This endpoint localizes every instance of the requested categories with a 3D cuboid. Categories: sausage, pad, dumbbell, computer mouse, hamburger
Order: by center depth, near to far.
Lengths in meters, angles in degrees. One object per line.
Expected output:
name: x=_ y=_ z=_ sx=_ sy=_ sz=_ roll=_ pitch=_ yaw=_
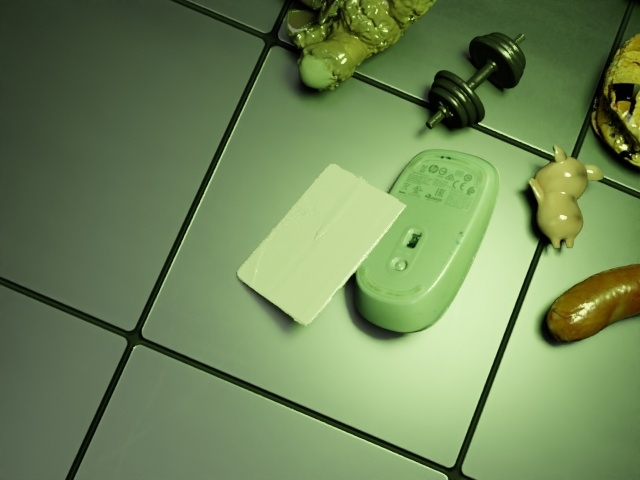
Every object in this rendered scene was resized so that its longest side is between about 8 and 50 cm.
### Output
computer mouse: x=0.155 y=0.003 z=1.446 sx=0.159 sy=0.097 sz=0.288 roll=16 pitch=67 yaw=33
pad: x=0.000 y=0.000 z=1.449 sx=0.156 sy=0.004 sz=0.232 roll=33 pitch=77 yaw=33
sausage: x=0.474 y=0.084 z=1.467 sx=0.302 sy=0.076 sz=0.103 roll=-6 pitch=79 yaw=-5
dumbbell: x=0.234 y=-0.240 z=1.503 sx=0.208 sy=0.099 sz=0.099 roll=-44 pitch=85 yaw=-12
hamburger: x=0.529 y=-0.209 z=1.519 sx=0.230 sy=0.107 sz=0.231 roll=1 pitch=71 yaw=-2

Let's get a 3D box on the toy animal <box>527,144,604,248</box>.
toy animal: x=0.361 y=-0.062 z=1.486 sx=0.089 sy=0.083 sz=0.150 roll=3 pitch=87 yaw=39

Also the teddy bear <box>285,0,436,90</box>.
teddy bear: x=0.033 y=-0.390 z=1.491 sx=0.267 sy=0.156 sz=0.256 roll=-38 pitch=88 yaw=20
